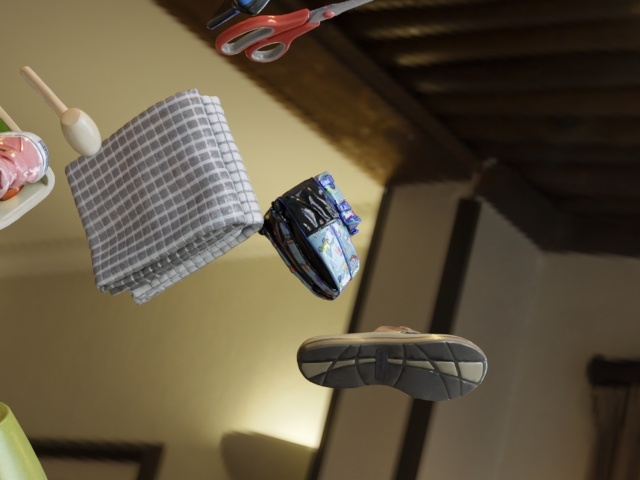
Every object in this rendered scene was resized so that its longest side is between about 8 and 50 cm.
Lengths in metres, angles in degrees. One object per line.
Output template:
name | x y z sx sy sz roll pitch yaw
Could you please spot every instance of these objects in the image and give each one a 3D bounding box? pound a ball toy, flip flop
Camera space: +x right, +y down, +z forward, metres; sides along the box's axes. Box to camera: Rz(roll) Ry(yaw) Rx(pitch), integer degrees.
pound a ball toy | -0.452 -0.145 2.070 0.319 0.208 0.136 42 -14 44
flip flop | 0.103 0.165 2.076 0.277 0.080 0.112 2 -57 -3

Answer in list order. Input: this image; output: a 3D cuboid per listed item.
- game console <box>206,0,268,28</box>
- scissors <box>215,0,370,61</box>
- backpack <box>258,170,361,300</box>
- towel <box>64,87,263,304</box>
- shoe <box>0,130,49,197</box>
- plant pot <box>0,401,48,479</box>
game console | -0.069 -0.428 1.781 0.173 0.293 0.250 24 -18 43
scissors | -0.010 -0.306 1.958 0.297 0.021 0.109 -20 -25 34
backpack | 0.000 0.000 2.204 0.173 0.117 0.158 55 -18 4
towel | -0.248 -0.065 2.182 0.283 0.235 0.121 -30 -16 24
shoe | -0.330 -0.056 1.256 0.178 0.064 0.081 -6 15 21
plant pot | -0.486 0.383 2.037 0.274 0.294 0.275 -3 17 1
